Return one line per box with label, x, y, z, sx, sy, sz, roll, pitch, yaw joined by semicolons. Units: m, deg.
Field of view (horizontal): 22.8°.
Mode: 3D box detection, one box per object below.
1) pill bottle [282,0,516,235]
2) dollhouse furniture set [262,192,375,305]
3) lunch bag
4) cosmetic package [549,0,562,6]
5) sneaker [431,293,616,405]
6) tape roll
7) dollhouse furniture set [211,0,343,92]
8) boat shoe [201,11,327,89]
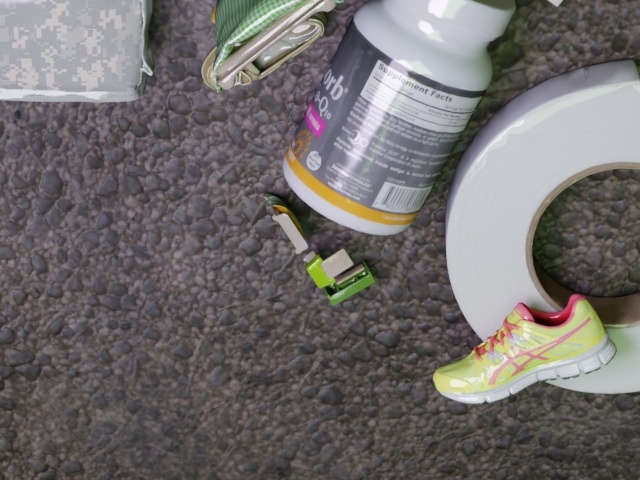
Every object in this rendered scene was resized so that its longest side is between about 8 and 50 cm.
pill bottle;0.084;-0.157;1.674;0.162;0.162;0.278;23;114;-9
dollhouse furniture set;0.000;0.000;1.808;0.058;0.076;0.152;-32;113;3
lunch bag;-0.307;-0.271;1.631;0.287;0.169;0.235;6;116;4
cosmetic package;0.264;-0.306;1.649;0.041;0.060;0.115;33;112;-13
sneaker;0.219;0.116;1.778;0.208;0.081;0.094;-19;108;5
tape roll;0.333;-0.008;1.787;0.392;0.072;0.392;1;117;2
dollhouse furniture set;-0.030;-0.319;1.578;0.301;0.197;0.151;-36;111;17
boat shoe;-0.063;-0.206;1.718;0.153;0.048;0.056;-23;113;13
